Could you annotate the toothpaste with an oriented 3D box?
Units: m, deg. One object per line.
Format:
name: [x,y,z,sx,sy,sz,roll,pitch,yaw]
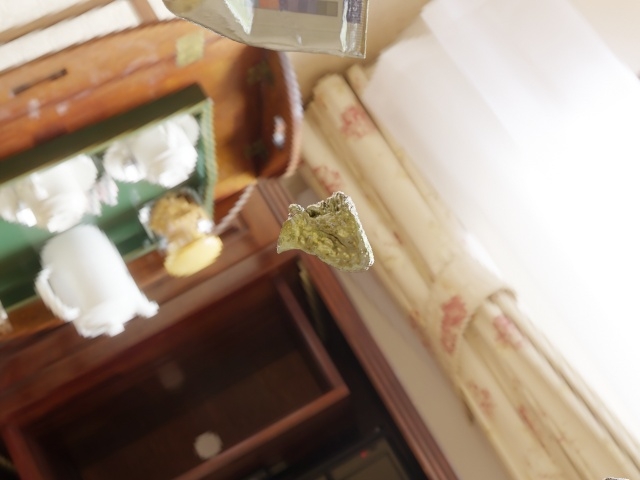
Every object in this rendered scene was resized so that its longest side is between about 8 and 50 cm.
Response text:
toothpaste: [-0.053,-0.211,0.933,0.282,0.068,0.099,-6,132,-48]

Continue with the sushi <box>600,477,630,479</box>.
sushi: [0.226,0.226,0.839,0.103,0.097,0.226,-2,175,-6]

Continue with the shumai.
shumai: [0.000,0.000,1.040,0.080,0.082,0.083,-23,179,1]
